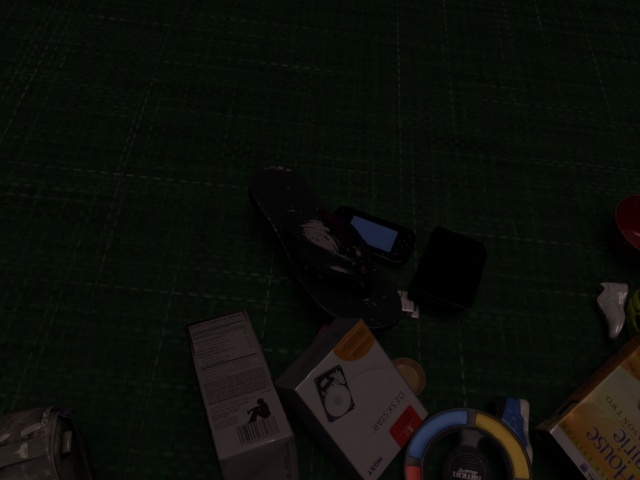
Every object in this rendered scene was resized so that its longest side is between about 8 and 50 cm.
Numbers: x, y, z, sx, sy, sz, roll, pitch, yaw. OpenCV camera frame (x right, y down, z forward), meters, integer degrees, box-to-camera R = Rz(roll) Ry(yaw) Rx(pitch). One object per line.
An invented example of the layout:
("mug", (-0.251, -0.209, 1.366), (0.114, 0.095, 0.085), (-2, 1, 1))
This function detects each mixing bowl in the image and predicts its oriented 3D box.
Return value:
("mixing bowl", (0.763, -0.008, 1.368), (0.181, 0.098, 0.182), (3, 56, -5))

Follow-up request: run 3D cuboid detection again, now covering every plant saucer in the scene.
("plant saucer", (0.169, 0.278, 1.162), (0.083, 0.015, 0.083), (3, 58, -5))

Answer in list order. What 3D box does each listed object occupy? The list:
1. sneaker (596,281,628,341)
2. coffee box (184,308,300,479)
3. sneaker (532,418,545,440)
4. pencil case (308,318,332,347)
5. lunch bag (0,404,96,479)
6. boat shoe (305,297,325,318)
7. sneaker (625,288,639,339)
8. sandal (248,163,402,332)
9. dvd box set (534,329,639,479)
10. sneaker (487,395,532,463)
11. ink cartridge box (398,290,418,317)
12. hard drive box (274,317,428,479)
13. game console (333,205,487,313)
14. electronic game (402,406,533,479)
("sneaker", (0.642, 0.157, 1.282), (0.061, 0.054, 0.152), (11, 52, 19))
("coffee box", (-0.138, 0.280, 0.978), (0.118, 0.168, 0.297), (-14, 37, -15))
("sneaker", (0.528, 0.353, 1.118), (0.237, 0.085, 0.086), (-13, 67, -11))
("pencil case", (0.036, 0.205, 1.153), (0.095, 0.098, 0.209), (-1, 41, 49))
("lunch bag", (-0.506, 0.379, 0.875), (0.305, 0.256, 0.213), (-14, 60, -15))
("boat shoe", (-0.009, 0.039, 1.252), (0.109, 0.089, 0.258), (-18, 61, -17))
("sneaker", (0.755, 0.231, 1.216), (0.123, 0.109, 0.296), (-16, 70, -18))
("sandal", (-0.003, 0.000, 1.162), (0.167, 0.107, 0.446), (-29, 66, -27))
("dvd box set", (0.646, 0.339, 1.067), (0.420, 0.062, 0.308), (-35, 82, -14))
("sneaker", (0.352, 0.372, 1.099), (0.084, 0.058, 0.152), (8, 60, 2))
("ink cartridge box", (0.174, 0.136, 1.247), (0.083, 0.028, 0.048), (8, 56, -2))
("hard drive box", (0.058, 0.284, 1.037), (0.181, 0.089, 0.232), (-43, 106, -27))
("game console", (0.183, 0.027, 1.296), (0.361, 0.044, 0.213), (21, 47, 11))
("electronic game", (0.262, 0.416, 1.037), (0.229, 0.048, 0.229), (-3, 65, 7))
